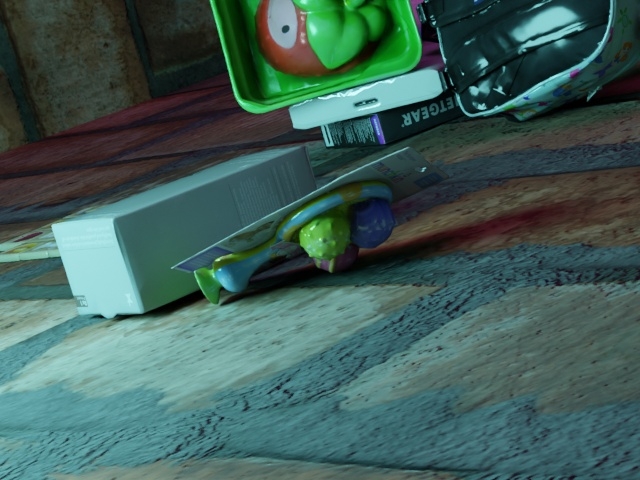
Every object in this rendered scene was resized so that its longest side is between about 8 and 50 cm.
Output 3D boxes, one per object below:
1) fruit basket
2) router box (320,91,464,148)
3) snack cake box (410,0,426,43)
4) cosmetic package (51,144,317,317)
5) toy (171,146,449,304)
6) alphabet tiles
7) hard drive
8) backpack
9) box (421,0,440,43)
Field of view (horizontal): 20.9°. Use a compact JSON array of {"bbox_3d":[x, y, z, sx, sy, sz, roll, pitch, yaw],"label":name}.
[{"bbox_3d":[-0.013,-0.365,2.160,0.283,0.392,0.392,-15,11,3],"label":"fruit basket"},{"bbox_3d":[0.108,-0.170,2.308,0.179,0.046,0.133,-23,13,-33],"label":"router box"},{"bbox_3d":[0.160,-0.295,2.568,0.264,0.089,0.152,-14,-26,6],"label":"snack cake box"},{"bbox_3d":[-0.124,-0.009,1.687,0.238,0.107,0.127,-20,9,-38],"label":"cosmetic package"},{"bbox_3d":[0.000,0.000,1.546,0.237,0.056,0.137,-23,-14,14],"label":"toy"},{"bbox_3d":[-0.240,-0.029,2.189,0.342,0.011,0.285,-6,15,43],"label":"alphabet tiles"},{"bbox_3d":[0.094,-0.218,2.333,0.203,0.040,0.307,-12,12,18],"label":"hard drive"},{"bbox_3d":[0.272,-0.272,2.049,0.191,0.225,0.253,-2,-19,-42],"label":"backpack"},{"bbox_3d":[0.283,-0.323,2.244,0.270,0.060,0.216,7,-31,-7],"label":"box"}]
